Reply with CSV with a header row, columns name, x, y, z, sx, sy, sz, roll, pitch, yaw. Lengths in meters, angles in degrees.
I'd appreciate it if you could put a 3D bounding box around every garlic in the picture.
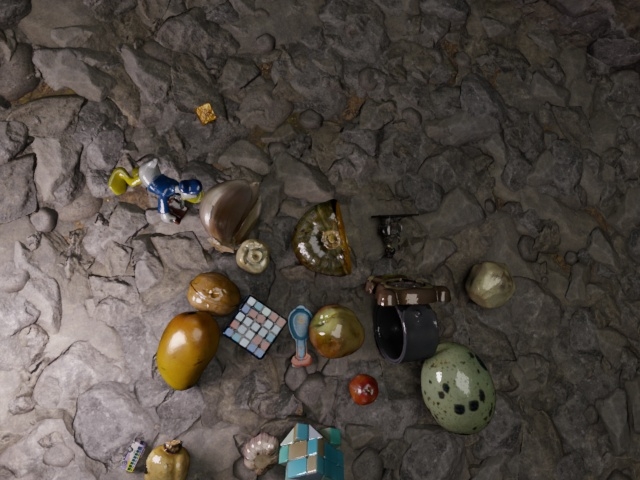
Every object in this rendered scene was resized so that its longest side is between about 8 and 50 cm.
name,x,y,z,sx,sy,sz,roll,pitch,yaw
garlic,-0.363,-0.115,1.739,0.132,0.279,0.324,16,83,26
garlic,-0.220,0.807,1.662,0.148,0.102,0.159,15,100,-12

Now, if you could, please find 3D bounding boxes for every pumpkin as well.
name,x,y,z,sx,sy,sz,roll,pitch,yaw
pumpkin,0.000,0.000,1.829,0.233,0.242,0.324,-9,86,15
pumpkin,-0.495,-0.545,1.876,0.074,0.054,0.083,-29,108,-13

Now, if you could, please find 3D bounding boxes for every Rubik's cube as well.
name,x,y,z,sx,sy,sz,roll,pitch,yaw
Rubik's cube,-0.019,0.806,1.644,0.265,0.225,0.212,48,28,-35
Rubik's cube,-0.259,0.337,1.698,0.184,0.182,0.187,34,75,-6

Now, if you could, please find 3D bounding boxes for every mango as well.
name,x,y,z,sx,sy,sz,roll,pitch,yaw
mango,-0.498,0.408,1.627,0.212,0.173,0.316,23,98,6

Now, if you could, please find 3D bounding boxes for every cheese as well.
name,x,y,z,sx,sy,sz,roll,pitch,yaw
cheese,-0.081,0.395,1.805,0.106,0.037,0.255,0,81,-12

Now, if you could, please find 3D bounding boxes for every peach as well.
name,x,y,z,sx,sy,sz,roll,pitch,yaw
peach,0.072,0.378,1.754,0.236,0.214,0.214,40,73,-25

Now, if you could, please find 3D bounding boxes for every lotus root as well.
name,x,y,z,sx,sy,sz,roll,pitch,yaw
lotus root,-0.555,0.829,1.564,0.155,0.140,0.256,16,86,-23

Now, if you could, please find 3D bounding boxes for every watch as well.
name,x,y,z,sx,sy,sz,roll,pitch,yaw
watch,0.338,0.327,1.799,0.315,0.335,0.326,-2,99,-19

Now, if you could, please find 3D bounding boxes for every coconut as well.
name,x,y,z,sx,sy,sz,roll,pitch,yaw
coconut,0.762,0.187,1.953,0.225,0.224,0.223,2,79,-12

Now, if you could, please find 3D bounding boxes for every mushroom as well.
name,x,y,z,sx,sy,sz,roll,pitch,yaw
mushroom,-0.273,0.064,1.780,0.148,0.112,0.147,3,82,-22

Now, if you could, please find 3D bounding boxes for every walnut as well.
name,x,y,z,sx,sy,sz,roll,pitch,yaw
walnut,-0.415,0.209,1.700,0.207,0.167,0.167,28,75,-5

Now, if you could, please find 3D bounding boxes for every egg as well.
name,x,y,z,sx,sy,sz,roll,pitch,yaw
egg,0.557,0.598,1.775,0.288,0.288,0.378,-11,98,-14

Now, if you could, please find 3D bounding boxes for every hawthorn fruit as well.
name,x,y,z,sx,sy,sz,roll,pitch,yaw
hawthorn fruit,0.186,0.612,1.783,0.125,0.140,0.125,8,79,-45

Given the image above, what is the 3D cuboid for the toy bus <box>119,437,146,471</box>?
name,x,y,z,sx,sy,sz,roll,pitch,yaw
toy bus,-0.679,0.780,1.588,0.058,0.052,0.102,27,77,-9

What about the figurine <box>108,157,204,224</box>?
name,x,y,z,sx,sy,sz,roll,pitch,yaw
figurine,-0.586,-0.176,1.677,0.204,0.339,0.283,-53,135,-45

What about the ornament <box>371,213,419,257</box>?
name,x,y,z,sx,sy,sz,roll,pitch,yaw
ornament,0.324,-0.019,1.928,0.153,0.166,0.195,-2,93,-23
